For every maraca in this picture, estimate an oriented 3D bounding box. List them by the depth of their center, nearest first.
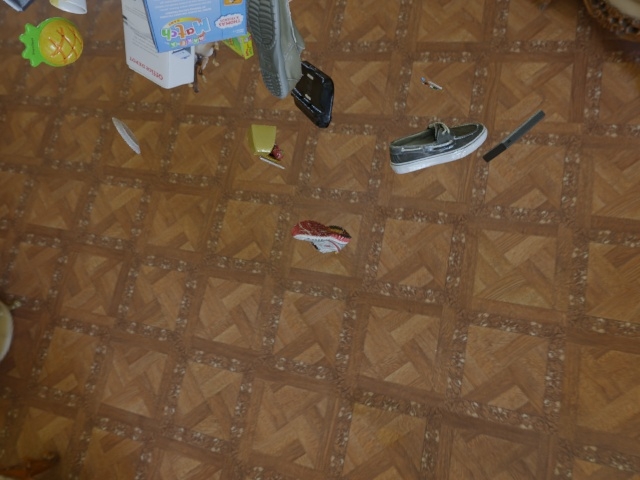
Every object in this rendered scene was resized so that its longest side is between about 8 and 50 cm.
[{"bbox_3d":[-0.728,-0.536,1.116,0.099,0.185,0.127,21,126,9],"label":"maraca"}]

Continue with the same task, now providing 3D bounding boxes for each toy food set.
[{"bbox_3d":[-0.187,-0.348,1.499,0.071,0.128,0.217,-56,39,17],"label":"toy food set"}]

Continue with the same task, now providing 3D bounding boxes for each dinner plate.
[{"bbox_3d":[-0.658,-0.361,1.406,0.017,0.141,0.141,-31,69,-3],"label":"dinner plate"}]

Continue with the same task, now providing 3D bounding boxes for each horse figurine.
[{"bbox_3d":[-0.366,-0.597,1.312,0.263,0.066,0.174,-33,56,41],"label":"horse figurine"}]

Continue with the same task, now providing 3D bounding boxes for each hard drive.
[{"bbox_3d":[0.463,-0.249,0.986,0.135,0.094,0.022,-39,86,-11],"label":"hard drive"}]

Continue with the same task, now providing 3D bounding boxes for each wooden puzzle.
[{"bbox_3d":[0.455,-0.631,1.677,0.117,0.078,0.014,24,104,-8],"label":"wooden puzzle"}]

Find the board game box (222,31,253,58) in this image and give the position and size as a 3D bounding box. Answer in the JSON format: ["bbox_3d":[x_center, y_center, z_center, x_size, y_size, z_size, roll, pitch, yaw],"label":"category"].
[{"bbox_3d":[-0.342,-0.802,1.609,0.043,0.092,0.181,-41,70,-19],"label":"board game box"}]

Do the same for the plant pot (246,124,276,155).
[{"bbox_3d":[-0.191,-0.322,1.337,0.082,0.081,0.083,-2,89,-22],"label":"plant pot"}]

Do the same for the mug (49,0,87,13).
[{"bbox_3d":[-0.492,-0.487,0.792,0.062,0.078,0.064,9,98,15],"label":"mug"}]

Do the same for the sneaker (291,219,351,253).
[{"bbox_3d":[0.000,0.000,1.333,0.092,0.226,0.088,-58,42,23],"label":"sneaker"}]

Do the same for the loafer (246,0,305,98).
[{"bbox_3d":[-0.087,-0.424,0.855,0.094,0.251,0.087,37,65,22],"label":"loafer"}]

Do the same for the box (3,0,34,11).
[{"bbox_3d":[-0.246,-0.332,0.361,0.207,0.108,0.153,-41,50,5],"label":"box"}]

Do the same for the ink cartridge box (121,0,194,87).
[{"bbox_3d":[-0.344,-0.448,0.874,0.140,0.190,0.082,33,44,16],"label":"ink cartridge box"}]

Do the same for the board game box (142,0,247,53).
[{"bbox_3d":[-0.192,-0.394,0.618,0.160,0.211,0.039,-22,71,-18],"label":"board game box"}]

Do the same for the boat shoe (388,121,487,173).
[{"bbox_3d":[0.387,-0.327,1.354,0.336,0.119,0.121,-22,39,1],"label":"boat shoe"}]

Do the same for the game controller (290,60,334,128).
[{"bbox_3d":[-0.028,-0.516,1.436,0.319,0.067,0.166,57,137,48],"label":"game controller"}]
